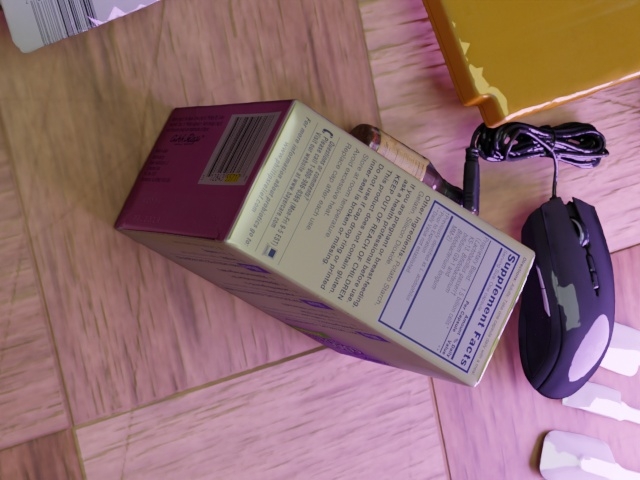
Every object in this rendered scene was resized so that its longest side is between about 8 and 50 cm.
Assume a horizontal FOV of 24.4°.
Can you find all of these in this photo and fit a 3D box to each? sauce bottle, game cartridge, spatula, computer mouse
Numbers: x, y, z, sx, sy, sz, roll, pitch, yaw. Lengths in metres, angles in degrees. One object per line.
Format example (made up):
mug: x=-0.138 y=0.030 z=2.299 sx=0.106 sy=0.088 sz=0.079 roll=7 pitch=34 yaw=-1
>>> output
sauce bottle: x=0.076 y=-0.059 z=1.294 sx=0.128 sy=0.042 sz=0.042 roll=30 pitch=78 yaw=-36
game cartridge: x=0.229 y=-0.276 z=1.315 sx=0.324 sy=0.053 sz=0.285 roll=-19 pitch=89 yaw=-17
spatula: x=0.325 y=0.181 z=1.459 sx=0.242 sy=0.019 sz=0.168 roll=20 pitch=77 yaw=-29
computer mouse: x=0.204 y=0.013 z=1.337 sx=0.184 sy=0.060 sz=0.262 roll=6 pitch=86 yaw=-38

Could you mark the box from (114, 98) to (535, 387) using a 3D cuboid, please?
box: x=0.000 y=0.000 z=1.156 sx=0.243 sy=0.213 sz=0.117 roll=31 pitch=78 yaw=-26

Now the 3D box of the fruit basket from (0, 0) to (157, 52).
fruit basket: x=-0.132 y=-0.348 z=1.107 sx=0.353 sy=0.165 sz=0.327 roll=-35 pitch=125 yaw=-42
